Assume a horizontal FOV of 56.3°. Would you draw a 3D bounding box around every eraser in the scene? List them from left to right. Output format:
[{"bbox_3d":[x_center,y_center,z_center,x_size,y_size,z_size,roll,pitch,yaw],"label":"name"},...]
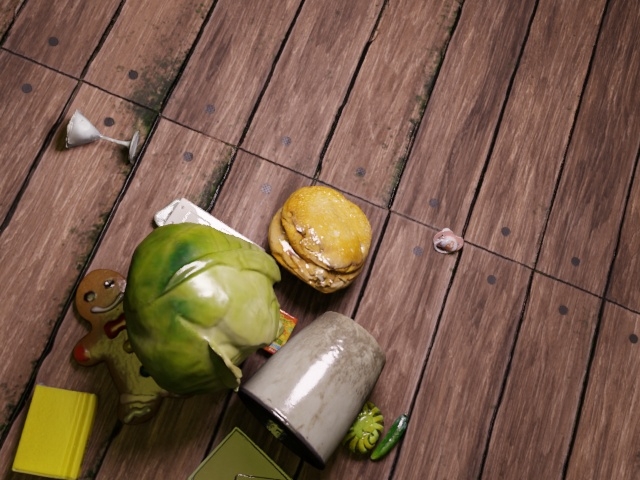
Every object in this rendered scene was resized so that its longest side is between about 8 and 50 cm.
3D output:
[{"bbox_3d":[-0.667,0.486,1.521,0.157,0.069,0.226,13,76,-8],"label":"eraser"}]

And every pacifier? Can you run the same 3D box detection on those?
[{"bbox_3d":[0.385,-0.005,1.833,0.099,0.081,0.078,30,38,-27],"label":"pacifier"}]

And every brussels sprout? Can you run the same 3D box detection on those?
[{"bbox_3d":[-0.287,0.138,1.430,0.342,0.361,0.426,-15,55,14],"label":"brussels sprout"}]

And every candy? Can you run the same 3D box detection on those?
[{"bbox_3d":[-0.119,0.260,1.687,0.062,0.038,0.122,29,74,-2],"label":"candy"}]

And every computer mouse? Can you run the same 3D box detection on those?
[{"bbox_3d":[-0.426,-0.077,1.712,0.110,0.032,0.056,-42,104,-20],"label":"computer mouse"}]

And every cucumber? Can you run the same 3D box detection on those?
[{"bbox_3d":[0.202,0.551,1.680,0.039,0.039,0.168,40,77,1],"label":"cucumber"}]

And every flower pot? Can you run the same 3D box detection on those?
[{"bbox_3d":[-0.008,0.369,1.559,0.293,0.293,0.330,42,69,1],"label":"flower pot"}]

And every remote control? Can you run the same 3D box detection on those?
[{"bbox_3d":[-0.301,-0.001,1.696,0.277,0.055,0.103,33,74,-7],"label":"remote control"}]

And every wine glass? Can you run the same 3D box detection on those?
[{"bbox_3d":[-0.611,-0.290,1.693,0.182,0.122,0.122,16,75,-13],"label":"wine glass"}]

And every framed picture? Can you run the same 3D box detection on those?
[{"bbox_3d":[-0.199,0.650,1.592,0.260,0.023,0.189,43,74,1],"label":"framed picture"}]

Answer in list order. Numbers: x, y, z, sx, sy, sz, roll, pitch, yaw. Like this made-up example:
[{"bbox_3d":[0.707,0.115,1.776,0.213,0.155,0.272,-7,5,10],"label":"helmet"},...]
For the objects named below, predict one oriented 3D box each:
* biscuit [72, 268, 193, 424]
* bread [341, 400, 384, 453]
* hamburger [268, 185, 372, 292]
[{"bbox_3d":[-0.516,0.268,1.601,0.283,0.064,0.432,-28,84,-15],"label":"biscuit"},{"bbox_3d":[0.113,0.516,1.656,0.139,0.071,0.130,-32,80,-15],"label":"bread"},{"bbox_3d":[0.000,0.000,1.658,0.289,0.170,0.314,39,37,-1],"label":"hamburger"}]
